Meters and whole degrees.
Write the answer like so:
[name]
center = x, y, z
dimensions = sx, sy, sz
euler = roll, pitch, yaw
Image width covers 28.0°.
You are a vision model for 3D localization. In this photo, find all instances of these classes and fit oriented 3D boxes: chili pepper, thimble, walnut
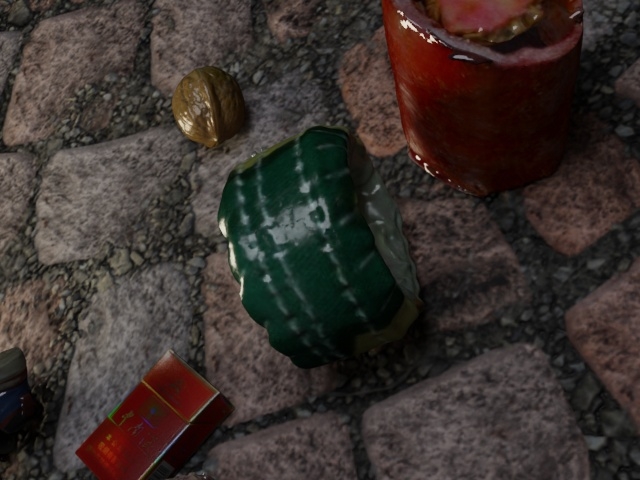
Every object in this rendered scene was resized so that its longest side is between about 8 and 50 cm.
[chili pepper]
center = 0.199, -0.210, 1.522
dimensions = 0.251, 0.305, 0.229
euler = 30, 68, 27
[thimble]
center = 0.000, 0.000, 1.480
dimensions = 0.167, 0.254, 0.288
euler = -23, 44, 12
[walnut]
center = -0.156, -0.187, 1.804
dimensions = 0.105, 0.105, 0.124
euler = -29, 55, 8

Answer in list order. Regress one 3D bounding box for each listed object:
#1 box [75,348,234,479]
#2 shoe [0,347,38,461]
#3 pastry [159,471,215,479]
[box]
center = -0.202, 0.231, 1.566
dimensions = 0.175, 0.048, 0.112
euler = -49, 49, -9
[shoe]
center = -0.438, 0.229, 1.684
dimensions = 0.227, 0.125, 0.099
euler = -31, 7, 38
[pastry]
center = -0.187, 0.324, 1.446
dimensions = 0.265, 0.103, 0.112
euler = -21, 16, 31
